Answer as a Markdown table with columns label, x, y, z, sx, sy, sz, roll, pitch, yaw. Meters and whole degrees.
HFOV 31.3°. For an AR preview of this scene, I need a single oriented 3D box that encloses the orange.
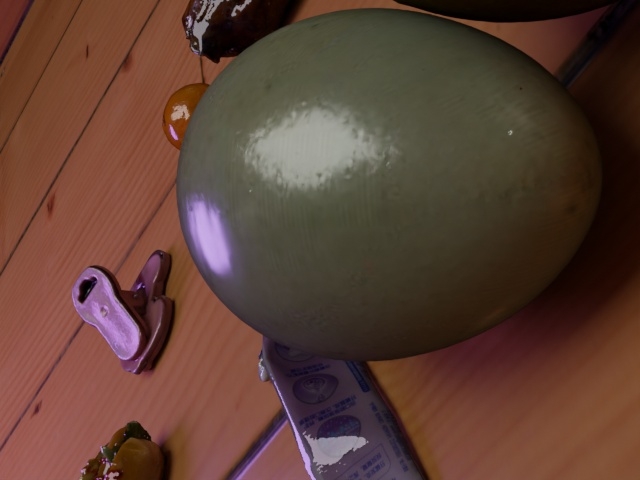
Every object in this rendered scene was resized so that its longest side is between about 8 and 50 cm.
| label | x | y | z | sx | sy | sz | roll | pitch | yaw |
| --- | --- | --- | --- | --- | --- | --- | --- | --- | --- |
| orange | -0.133 | -0.132 | 1.257 | 0.083 | 0.084 | 0.083 | -43 | 35 | 41 |

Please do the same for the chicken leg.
| label | x | y | z | sx | sy | sz | roll | pitch | yaw |
| --- | --- | --- | --- | --- | --- | --- | --- | --- | --- |
| chicken leg | -0.038 | -0.305 | 1.218 | 0.304 | 0.093 | 0.113 | -42 | 53 | 29 |

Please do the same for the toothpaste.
| label | x | y | z | sx | sy | sz | roll | pitch | yaw |
| --- | --- | --- | --- | --- | --- | --- | --- | --- | --- |
| toothpaste | 0.014 | 0.124 | 0.817 | 0.075 | 0.048 | 0.301 | -34 | 40 | 6 |

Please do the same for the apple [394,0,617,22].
| label | x | y | z | sx | sy | sz | roll | pitch | yaw |
| --- | --- | --- | --- | --- | --- | --- | --- | --- | --- |
| apple | 0.103 | -0.324 | 0.643 | 0.384 | 0.374 | 0.374 | -55 | 28 | 15 |

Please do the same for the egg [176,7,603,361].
| label | x | y | z | sx | sy | sz | roll | pitch | yaw |
| --- | --- | --- | --- | --- | --- | --- | --- | --- | --- |
| egg | 0.040 | -0.033 | 0.696 | 0.295 | 0.218 | 0.218 | 3 | 73 | 49 |

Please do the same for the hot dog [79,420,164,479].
| label | x | y | z | sx | sy | sz | roll | pitch | yaw |
| --- | --- | --- | --- | --- | --- | --- | --- | --- | --- |
| hot dog | -0.211 | 0.293 | 1.090 | 0.104 | 0.076 | 0.250 | -22 | 54 | 58 |

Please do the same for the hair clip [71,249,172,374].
| label | x | y | z | sx | sy | sz | roll | pitch | yaw |
| --- | --- | --- | --- | --- | --- | --- | --- | --- | --- |
| hair clip | -0.202 | 0.085 | 1.285 | 0.138 | 0.102 | 0.123 | 42 | 114 | 28 |

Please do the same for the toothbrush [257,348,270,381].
| label | x | y | z | sx | sy | sz | roll | pitch | yaw |
| --- | --- | --- | --- | --- | --- | --- | --- | --- | --- |
| toothbrush | 0.000 | 0.000 | 0.960 | 0.263 | 0.026 | 0.022 | -65 | 20 | 7 |
